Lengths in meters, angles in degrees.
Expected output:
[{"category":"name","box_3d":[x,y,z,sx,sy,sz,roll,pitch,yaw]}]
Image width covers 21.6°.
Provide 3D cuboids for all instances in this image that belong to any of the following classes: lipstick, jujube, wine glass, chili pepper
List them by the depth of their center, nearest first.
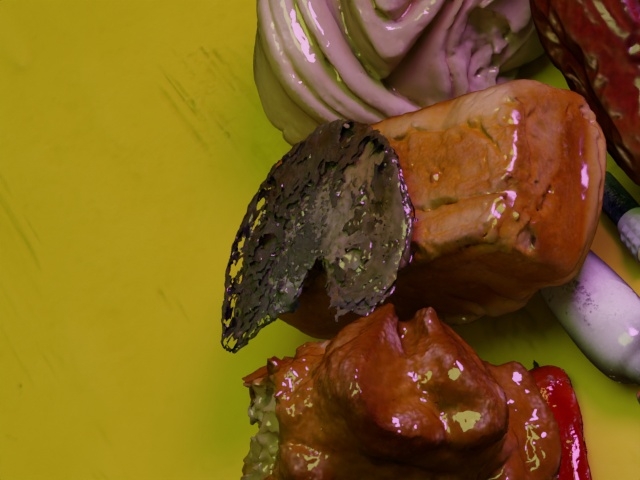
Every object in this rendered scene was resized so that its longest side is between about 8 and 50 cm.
[{"category":"wine glass","box_3d":[0.234,0.088,1.238,0.074,0.074,0.262,-38,46,4]},{"category":"chili pepper","box_3d":[0.179,0.157,1.251,0.045,0.027,0.178,-24,52,15]},{"category":"jujube","box_3d":[0.259,-0.161,1.319,0.190,0.190,0.255,-18,64,21]},{"category":"lipstick","box_3d":[0.238,-0.028,1.337,0.037,0.037,0.116,-37,44,5]}]

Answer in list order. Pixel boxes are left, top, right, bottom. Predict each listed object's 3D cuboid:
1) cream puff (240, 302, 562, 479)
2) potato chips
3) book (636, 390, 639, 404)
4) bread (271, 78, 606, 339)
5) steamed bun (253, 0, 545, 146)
[{"category":"cream puff","box_3d":[0.043,0.153,1.209,0.269,0.241,0.155,-21,53,40]},{"category":"potato chips","box_3d":[-0.003,-0.002,1.284,0.220,0.029,0.202,8,72,55]},{"category":"book","box_3d":[0.432,0.098,0.998,0.428,0.039,0.300,-40,64,23]},{"category":"bread","box_3d":[0.085,-0.022,1.320,0.294,0.132,0.167,-16,50,44]},{"category":"steamed bun","box_3d":[0.062,-0.227,1.466,0.289,0.203,0.276,-19,52,21]}]
